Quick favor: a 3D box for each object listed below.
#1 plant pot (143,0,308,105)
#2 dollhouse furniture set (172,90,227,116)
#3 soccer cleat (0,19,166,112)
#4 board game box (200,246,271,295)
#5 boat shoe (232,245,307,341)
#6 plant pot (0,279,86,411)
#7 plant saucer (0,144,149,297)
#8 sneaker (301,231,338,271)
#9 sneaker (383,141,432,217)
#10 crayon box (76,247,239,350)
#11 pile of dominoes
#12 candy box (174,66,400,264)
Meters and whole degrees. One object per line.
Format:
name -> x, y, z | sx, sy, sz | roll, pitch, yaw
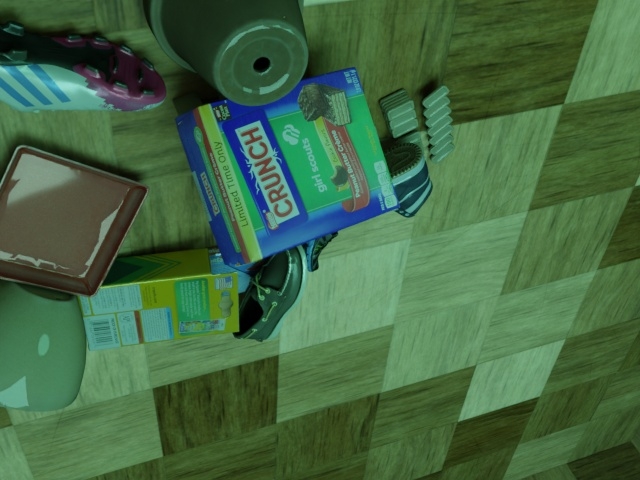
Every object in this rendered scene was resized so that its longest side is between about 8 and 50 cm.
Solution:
plant pot -> -0.126, -0.330, 1.246 | 0.263, 0.229, 0.263 | -15, 140, -14
dollhouse furniture set -> -0.067, -0.159, 1.481 | 0.303, 0.198, 0.286 | -24, 140, -5
soccer cleat -> -0.417, -0.257, 1.271 | 0.331, 0.116, 0.143 | 10, 143, -33
board game box -> -0.183, 0.063, 1.782 | 0.281, 0.027, 0.145 | -9, 138, -20
boat shoe -> -0.115, 0.121, 1.776 | 0.091, 0.109, 0.305 | -5, 140, -31
plant pot -> -0.566, 0.170, 1.525 | 0.284, 0.284, 0.190 | 18, 102, -40
plant saucer -> -0.484, -0.035, 1.463 | 0.259, 0.048, 0.258 | 18, 108, -40
sneaker -> 0.000, 0.000, 1.784 | 0.078, 0.067, 0.188 | -3, 132, -17
sneaker -> 0.104, -0.095, 1.699 | 0.282, 0.099, 0.153 | -22, 145, 13
crayon box -> -0.338, 0.123, 1.687 | 0.323, 0.083, 0.203 | -6, 136, -10
pile of dominoes -> 0.187, -0.223, 1.695 | 0.196, 0.040, 0.251 | -27, 148, -1
candy box -> -0.052, -0.131, 1.373 | 0.317, 0.268, 0.122 | -21, -175, -28
